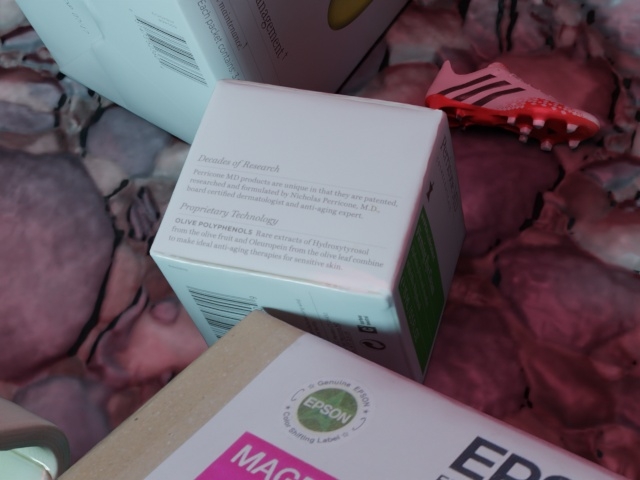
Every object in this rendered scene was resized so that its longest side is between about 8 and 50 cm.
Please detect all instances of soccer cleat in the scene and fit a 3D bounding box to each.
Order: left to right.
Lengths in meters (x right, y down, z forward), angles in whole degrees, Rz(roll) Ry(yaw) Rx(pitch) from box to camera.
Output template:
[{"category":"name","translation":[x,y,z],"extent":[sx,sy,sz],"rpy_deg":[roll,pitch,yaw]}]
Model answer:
[{"category":"soccer cleat","translation":[0.089,-0.065,0.599],"extent":[0.083,0.029,0.035],"rpy_deg":[10,69,24]}]

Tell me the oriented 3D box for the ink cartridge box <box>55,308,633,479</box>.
[{"category":"ink cartridge box","translation":[0.007,0.141,0.416],"extent":[0.235,0.088,0.193],"rpy_deg":[21,48,36]}]

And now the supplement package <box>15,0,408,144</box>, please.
[{"category":"supplement package","translation":[-0.043,-0.178,0.598],"extent":[0.149,0.194,0.203],"rpy_deg":[29,73,25]}]

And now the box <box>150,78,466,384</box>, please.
[{"category":"box","translation":[0.000,0.000,0.542],"extent":[0.102,0.101,0.087],"rpy_deg":[9,64,17]}]

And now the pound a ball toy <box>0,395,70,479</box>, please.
[{"category":"pound a ball toy","translation":[-0.281,0.112,0.555],"extent":[0.319,0.136,0.208],"rpy_deg":[21,94,23]}]
